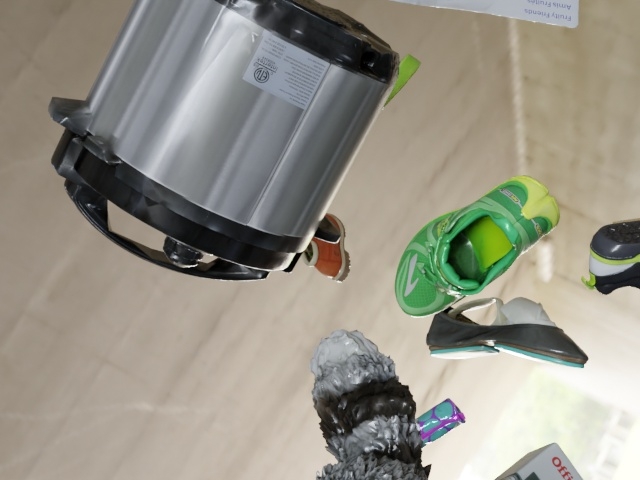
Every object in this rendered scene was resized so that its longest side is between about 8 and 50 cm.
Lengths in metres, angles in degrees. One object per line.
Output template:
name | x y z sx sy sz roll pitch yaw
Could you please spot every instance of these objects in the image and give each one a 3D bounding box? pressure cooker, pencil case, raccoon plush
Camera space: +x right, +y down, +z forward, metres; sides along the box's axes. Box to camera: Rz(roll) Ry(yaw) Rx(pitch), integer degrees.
pressure cooker | -0.138 -0.153 1.851 0.420 0.370 0.375 -62 -21 12
pencil case | 0.214 0.377 2.742 0.151 0.064 0.070 -33 13 -3
raccoon plush | -0.036 0.286 1.268 0.299 0.446 0.216 5 -54 -30

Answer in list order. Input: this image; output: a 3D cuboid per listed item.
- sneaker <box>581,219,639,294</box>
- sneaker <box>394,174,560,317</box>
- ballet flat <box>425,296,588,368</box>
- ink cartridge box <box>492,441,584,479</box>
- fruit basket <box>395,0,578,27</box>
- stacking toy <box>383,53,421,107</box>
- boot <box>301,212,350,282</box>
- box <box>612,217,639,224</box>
sneaker | 0.443 0.026 1.798 0.084 0.234 0.097 -125 37 -57
sneaker | 0.170 0.016 1.720 0.123 0.109 0.295 -35 -6 -42
ballet flat | 0.268 0.130 2.012 0.095 0.280 0.096 18 -102 -46
ink cartridge box | 0.261 0.381 1.775 0.208 0.153 0.087 -33 -5 -27
fruit basket | 0.131 -0.398 1.563 0.165 0.327 0.353 -56 -30 -40
stacking toy | 0.029 -0.243 2.434 0.279 0.130 0.309 -49 5 -6
boot | 0.000 0.000 2.459 0.059 0.084 0.158 -53 32 31
box | 0.551 0.018 2.022 0.201 0.164 0.021 -9 46 51
